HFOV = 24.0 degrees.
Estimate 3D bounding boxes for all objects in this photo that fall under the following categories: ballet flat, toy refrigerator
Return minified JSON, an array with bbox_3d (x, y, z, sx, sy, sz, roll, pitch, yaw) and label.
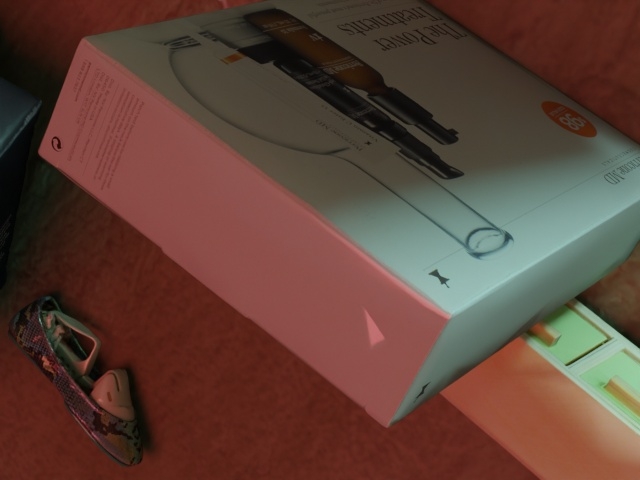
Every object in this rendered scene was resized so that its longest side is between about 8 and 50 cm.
[{"bbox_3d":[-0.221,0.128,1.423,0.188,0.070,0.070,47,122,9],"label":"ballet flat"},{"bbox_3d":[0.165,0.094,1.129,0.269,0.102,0.094,41,123,22],"label":"toy refrigerator"}]

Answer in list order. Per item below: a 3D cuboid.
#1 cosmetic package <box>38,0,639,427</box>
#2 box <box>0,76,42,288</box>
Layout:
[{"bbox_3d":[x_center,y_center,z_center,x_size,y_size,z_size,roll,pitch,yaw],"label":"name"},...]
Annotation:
[{"bbox_3d":[0.045,-0.052,1.010,0.284,0.377,0.097,39,121,17],"label":"cosmetic package"},{"bbox_3d":[-0.432,-0.053,1.329,0.296,0.182,0.294,28,142,2],"label":"box"}]
